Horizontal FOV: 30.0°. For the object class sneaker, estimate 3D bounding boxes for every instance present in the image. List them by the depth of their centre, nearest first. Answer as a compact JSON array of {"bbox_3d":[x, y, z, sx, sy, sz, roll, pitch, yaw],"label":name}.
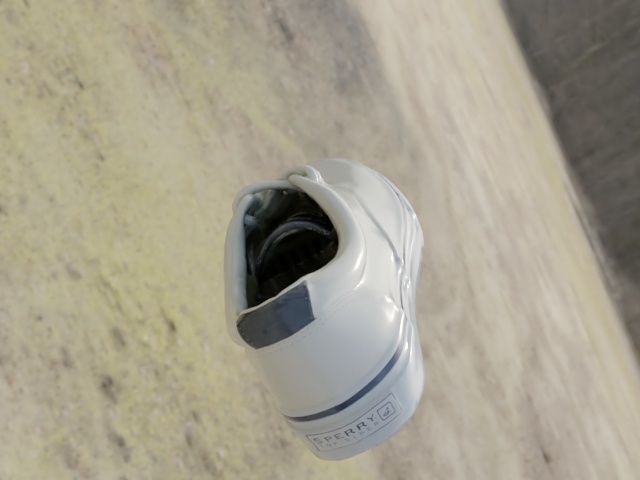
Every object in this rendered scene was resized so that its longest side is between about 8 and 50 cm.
[{"bbox_3d":[0.000,0.000,0.603,0.091,0.094,0.258,60,7,-23],"label":"sneaker"}]
